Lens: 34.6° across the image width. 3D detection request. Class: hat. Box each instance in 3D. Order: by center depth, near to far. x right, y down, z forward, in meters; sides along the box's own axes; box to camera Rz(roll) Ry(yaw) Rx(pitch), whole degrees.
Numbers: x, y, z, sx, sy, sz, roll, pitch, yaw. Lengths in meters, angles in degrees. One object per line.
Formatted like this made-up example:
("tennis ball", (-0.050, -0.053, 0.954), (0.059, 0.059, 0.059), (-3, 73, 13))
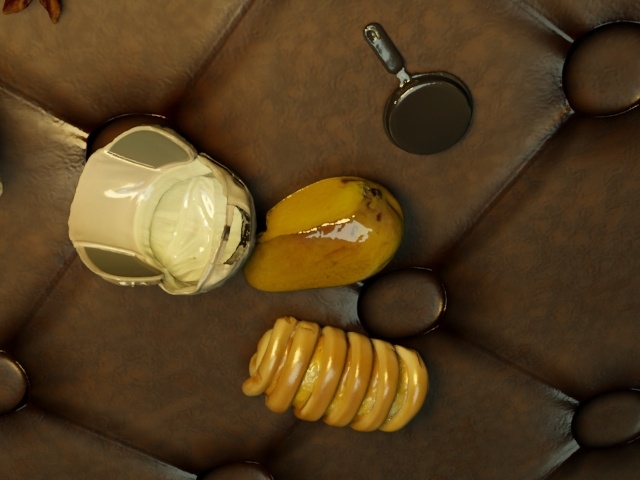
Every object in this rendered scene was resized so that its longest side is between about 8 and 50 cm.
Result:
("hat", (-0.226, -0.030, 1.473), (0.275, 0.232, 0.161), (12, 166, 3))

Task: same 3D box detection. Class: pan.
("pan", (0.130, -0.214, 1.474), (0.136, 0.028, 0.235), (-33, 121, 13))

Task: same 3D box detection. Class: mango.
("mango", (0.000, 0.000, 1.541), (0.261, 0.130, 0.167), (-16, 129, 10))

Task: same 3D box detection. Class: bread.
("bread", (0.037, 0.231, 1.698), (0.311, 0.121, 0.173), (14, 119, -17))

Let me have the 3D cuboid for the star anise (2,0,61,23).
("star anise", (-0.357, -0.348, 1.311), (0.167, 0.057, 0.168), (-3, 122, -4))

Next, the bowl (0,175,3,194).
("bowl", (-0.534, -0.180, 1.325), (0.313, 0.146, 0.313), (16, 161, 6))
